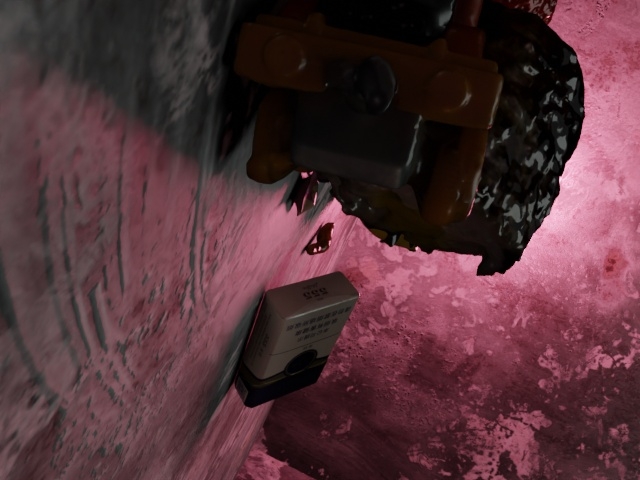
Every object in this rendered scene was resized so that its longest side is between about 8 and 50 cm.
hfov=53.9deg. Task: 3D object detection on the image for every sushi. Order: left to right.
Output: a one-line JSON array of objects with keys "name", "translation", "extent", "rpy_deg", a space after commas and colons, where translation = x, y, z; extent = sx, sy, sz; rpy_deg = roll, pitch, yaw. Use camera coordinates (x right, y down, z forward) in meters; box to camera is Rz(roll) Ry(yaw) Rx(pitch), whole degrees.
[{"name": "sushi", "translation": [0.171, -0.144, 0.844], "extent": [0.294, 0.299, 0.281], "rpy_deg": [-61, -167, -13]}]

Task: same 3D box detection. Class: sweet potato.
[{"name": "sweet potato", "translation": [0.004, 0.002, 1.352], "extent": [0.179, 0.044, 0.044], "rpy_deg": [-56, 170, -62]}]

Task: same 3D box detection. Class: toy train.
[{"name": "toy train", "translation": [0.059, -0.147, 0.517], "extent": [0.369, 0.163, 0.232], "rpy_deg": [-42, 144, -77]}]

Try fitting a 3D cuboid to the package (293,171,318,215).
[{"name": "package", "translation": [-0.019, -0.061, 0.849], "extent": [0.083, 0.029, 0.059], "rpy_deg": [175, -66, -83]}]

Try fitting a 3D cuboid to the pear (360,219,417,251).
[{"name": "pear", "translation": [0.195, -0.202, 1.363], "extent": [0.342, 0.238, 0.318], "rpy_deg": [-52, 156, -43]}]

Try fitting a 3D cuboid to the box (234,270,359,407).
[{"name": "box", "translation": [-0.047, 0.178, 1.112], "extent": [0.168, 0.071, 0.259], "rpy_deg": [-14, 139, -35]}]

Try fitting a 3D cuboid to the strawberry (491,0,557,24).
[{"name": "strawberry", "translation": [0.321, -0.471, 1.246], "extent": [0.277, 0.257, 0.257], "rpy_deg": [-44, -177, 22]}]
